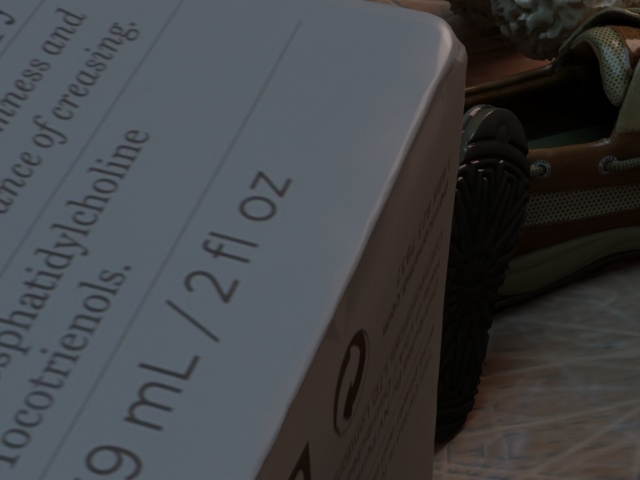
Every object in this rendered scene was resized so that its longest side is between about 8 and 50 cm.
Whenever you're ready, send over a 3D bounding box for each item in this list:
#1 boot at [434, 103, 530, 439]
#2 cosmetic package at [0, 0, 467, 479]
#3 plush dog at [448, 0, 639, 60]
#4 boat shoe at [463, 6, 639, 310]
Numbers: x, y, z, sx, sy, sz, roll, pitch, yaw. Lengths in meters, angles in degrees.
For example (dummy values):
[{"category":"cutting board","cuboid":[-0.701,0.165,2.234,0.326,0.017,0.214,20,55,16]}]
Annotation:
[{"category":"boot","cuboid":[-0.001,-0.001,1.018,0.208,0.189,0.076,21,8,40]},{"category":"cosmetic package","cuboid":[-0.181,0.095,0.736,0.394,0.327,0.329,12,42,13]},{"category":"plush dog","cuboid":[0.068,-0.223,1.170,0.225,0.210,0.262,-3,14,-7]},{"category":"boat shoe","cuboid":[0.178,-0.064,1.061,0.324,0.120,0.122,-21,37,-9]}]
